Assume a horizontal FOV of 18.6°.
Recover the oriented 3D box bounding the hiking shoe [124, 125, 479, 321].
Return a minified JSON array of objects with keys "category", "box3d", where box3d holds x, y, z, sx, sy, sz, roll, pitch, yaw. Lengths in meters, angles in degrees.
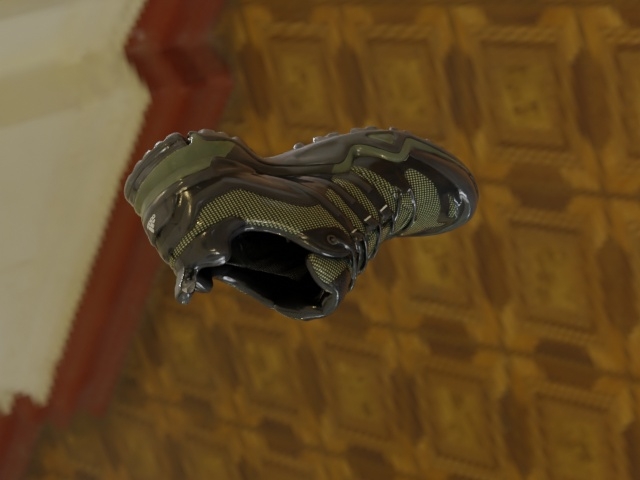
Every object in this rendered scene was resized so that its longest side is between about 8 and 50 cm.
[{"category":"hiking shoe","box3d":[0.000,0.000,1.138,0.086,0.227,0.114,-56,45,47]}]
